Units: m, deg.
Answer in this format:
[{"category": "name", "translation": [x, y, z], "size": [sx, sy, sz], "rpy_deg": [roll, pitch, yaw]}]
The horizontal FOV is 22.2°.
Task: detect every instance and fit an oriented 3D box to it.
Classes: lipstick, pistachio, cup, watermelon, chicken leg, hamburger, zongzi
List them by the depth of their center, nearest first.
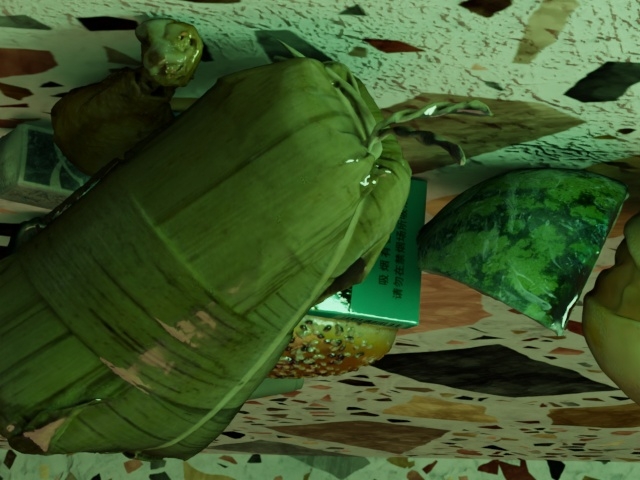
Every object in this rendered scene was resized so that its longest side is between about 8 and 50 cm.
[{"category": "chicken leg", "translation": [-0.166, -0.124, 1.454], "size": [0.107, 0.087, 0.251], "rpy_deg": [-2, 162, -25]}, {"category": "zongzi", "translation": [-0.044, 0.014, 1.543], "size": [0.500, 0.218, 0.467], "rpy_deg": [-38, 162, 9]}, {"category": "watermelon", "translation": [0.217, 0.015, 1.649], "size": [0.224, 0.180, 0.305], "rpy_deg": [-20, 179, 8]}, {"category": "pistachio", "translation": [0.395, 0.081, 1.663], "size": [0.230, 0.230, 0.309], "rpy_deg": [9, -164, -20]}, {"category": "lipstick", "translation": [-0.200, -0.055, 1.709], "size": [0.289, 0.077, 0.076], "rpy_deg": [11, 164, -30]}, {"category": "hamburger", "translation": [-0.045, 0.081, 1.996], "size": [0.300, 0.176, 0.300], "rpy_deg": [2, 166, 1]}, {"category": "cup", "translation": [-0.102, 0.203, 2.599], "size": [0.141, 0.120, 0.120], "rpy_deg": [-8, 168, -15]}]

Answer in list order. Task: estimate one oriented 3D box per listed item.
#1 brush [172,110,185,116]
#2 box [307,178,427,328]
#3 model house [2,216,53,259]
[{"category": "brush", "translation": [-0.182, -0.116, 1.610], "size": [0.164, 0.014, 0.051], "rpy_deg": [1, 163, 10]}, {"category": "box", "translation": [0.000, 0.000, 1.712], "size": [0.226, 0.161, 0.042], "rpy_deg": [9, 166, -20]}, {"category": "model house", "translation": [-0.328, 0.104, 2.082], "size": [0.184, 0.253, 0.291], "rpy_deg": [17, -179, -2]}]
